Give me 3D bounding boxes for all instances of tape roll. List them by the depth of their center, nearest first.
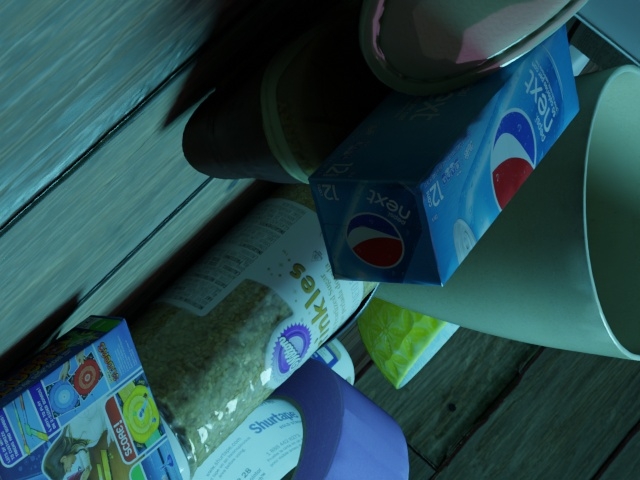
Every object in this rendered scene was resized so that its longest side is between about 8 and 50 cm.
[{"bbox_3d":[-0.051,0.241,1.584,0.275,0.090,0.275,-38,-152,25],"label":"tape roll"}]

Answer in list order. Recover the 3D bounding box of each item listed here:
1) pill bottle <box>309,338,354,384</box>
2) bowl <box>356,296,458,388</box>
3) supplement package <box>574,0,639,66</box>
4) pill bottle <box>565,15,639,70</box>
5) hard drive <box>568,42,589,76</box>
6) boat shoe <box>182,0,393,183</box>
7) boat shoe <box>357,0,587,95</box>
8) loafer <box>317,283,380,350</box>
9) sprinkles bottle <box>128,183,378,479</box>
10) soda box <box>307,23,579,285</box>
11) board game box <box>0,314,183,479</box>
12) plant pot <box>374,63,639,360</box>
[{"bbox_3d":[-0.055,0.186,2.046,0.187,0.112,0.112,-42,170,-41],"label":"pill bottle"},{"bbox_3d":[0.125,0.014,2.051,0.289,0.156,0.289,-48,173,-8],"label":"bowl"},{"bbox_3d":[0.314,-0.237,1.482,0.204,0.262,0.145,-52,173,12],"label":"supplement package"},{"bbox_3d":[0.294,-0.210,1.655,0.121,0.221,0.121,-48,172,-9],"label":"pill bottle"},{"bbox_3d":[0.241,-0.139,2.382,0.319,0.040,0.210,-43,170,-40],"label":"hard drive"},{"bbox_3d":[0.029,-0.109,1.153,0.123,0.123,0.342,-13,-165,33],"label":"boat shoe"},{"bbox_3d":[0.124,-0.236,1.016,0.340,0.127,0.113,-57,-147,6],"label":"boat shoe"},{"bbox_3d":[-0.044,0.064,1.558,0.302,0.109,0.095,-49,169,19],"label":"loafer"},{"bbox_3d":[-0.064,0.064,1.369,0.355,0.121,0.121,-45,171,-33],"label":"sprinkles bottle"},{"bbox_3d":[0.076,-0.056,1.028,0.210,0.071,0.067,-48,132,-46],"label":"soda box"},{"bbox_3d":[-0.152,0.168,1.163,0.035,0.201,0.136,3,-151,41],"label":"board game box"},{"bbox_3d":[0.157,-0.020,1.606,0.274,0.256,0.256,-2,-161,29],"label":"plant pot"}]
